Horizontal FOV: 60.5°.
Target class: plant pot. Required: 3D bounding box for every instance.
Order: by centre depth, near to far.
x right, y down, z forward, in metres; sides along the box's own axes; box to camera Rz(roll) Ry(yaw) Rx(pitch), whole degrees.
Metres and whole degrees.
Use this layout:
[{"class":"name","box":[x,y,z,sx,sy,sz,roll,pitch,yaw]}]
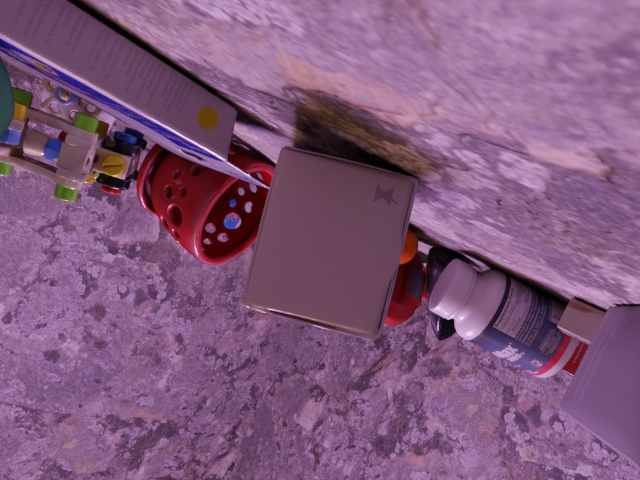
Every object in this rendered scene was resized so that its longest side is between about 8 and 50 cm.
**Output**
[{"class":"plant pot","box":[-0.189,-0.084,0.905,0.174,0.191,0.191,37,-178,21]}]

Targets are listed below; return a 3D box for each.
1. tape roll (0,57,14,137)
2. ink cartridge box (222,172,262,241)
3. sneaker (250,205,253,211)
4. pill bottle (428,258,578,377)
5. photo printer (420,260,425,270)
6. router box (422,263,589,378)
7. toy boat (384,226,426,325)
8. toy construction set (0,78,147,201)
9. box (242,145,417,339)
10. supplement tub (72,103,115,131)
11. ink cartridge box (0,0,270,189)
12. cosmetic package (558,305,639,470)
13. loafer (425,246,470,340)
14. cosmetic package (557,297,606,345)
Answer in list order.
[{"class":"tape roll","box":[-0.418,-0.161,0.426,0.322,0.077,0.321,13,152,7]},{"class":"ink cartridge box","box":[-0.123,-0.069,1.108,0.078,0.134,0.231,28,179,37]},{"class":"sneaker","box":[-0.040,0.002,1.049,0.234,0.106,0.078,24,178,-35]},{"class":"pill bottle","box":[0.247,0.102,0.753,0.180,0.107,0.108,28,179,0]},{"class":"photo printer","box":[0.067,0.081,1.230,0.308,0.107,0.256,9,-172,15]},{"class":"router box","box":[0.367,0.156,0.992,0.301,0.082,0.335,27,179,38]},{"class":"toy boat","box":[0.083,0.019,0.820,0.231,0.151,0.151,33,143,-20]},{"class":"toy construction set","box":[-0.380,-0.157,0.824,0.215,0.151,0.327,17,-156,-15]},{"class":"box","box":[0.000,0.000,0.599,0.121,0.147,0.311,14,178,-3]},{"class":"supplement tub","box":[-0.444,-0.252,1.088,0.071,0.107,0.071,28,179,0]},{"class":"ink cartridge box","box":[-0.227,-0.175,0.625,0.307,0.072,0.304,26,179,-40]},{"class":"cosmetic package","box":[0.290,0.127,0.443,0.107,0.127,0.238,28,-179,10]},{"class":"loafer","box":[0.195,0.084,0.863,0.062,0.170,0.061,-18,-142,-24]},{"class":"cosmetic package","box":[0.342,0.112,0.636,0.115,0.041,0.060,27,179,32]}]
